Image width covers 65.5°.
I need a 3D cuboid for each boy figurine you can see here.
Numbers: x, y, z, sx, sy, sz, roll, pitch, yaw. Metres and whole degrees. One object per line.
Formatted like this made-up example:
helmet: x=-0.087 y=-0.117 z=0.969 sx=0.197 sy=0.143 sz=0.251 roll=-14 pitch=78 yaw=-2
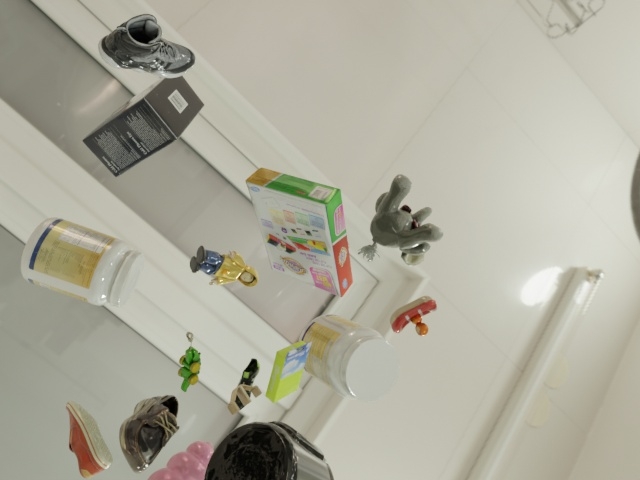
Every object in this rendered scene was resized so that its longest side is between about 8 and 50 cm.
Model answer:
boy figurine: x=-0.368 y=0.117 z=1.948 sx=0.177 sy=0.285 sz=0.092 roll=-49 pitch=-140 yaw=18

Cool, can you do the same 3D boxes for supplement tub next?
supplement tub: x=-0.766 y=0.078 z=1.625 sx=0.228 sy=0.316 sz=0.228 roll=-159 pitch=-90 yaw=-84
supplement tub: x=0.090 y=0.397 z=1.703 sx=0.241 sy=0.241 sz=0.331 roll=-50 pitch=-157 yaw=-15

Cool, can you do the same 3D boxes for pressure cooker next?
pressure cooker: x=-0.158 y=0.869 z=1.750 sx=0.375 sy=0.420 sz=0.370 roll=-30 pitch=-137 yaw=10

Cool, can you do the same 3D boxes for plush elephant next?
plush elephant: x=0.315 y=-0.051 z=1.862 sx=0.330 sy=0.272 sz=0.255 roll=-45 pitch=162 yaw=32

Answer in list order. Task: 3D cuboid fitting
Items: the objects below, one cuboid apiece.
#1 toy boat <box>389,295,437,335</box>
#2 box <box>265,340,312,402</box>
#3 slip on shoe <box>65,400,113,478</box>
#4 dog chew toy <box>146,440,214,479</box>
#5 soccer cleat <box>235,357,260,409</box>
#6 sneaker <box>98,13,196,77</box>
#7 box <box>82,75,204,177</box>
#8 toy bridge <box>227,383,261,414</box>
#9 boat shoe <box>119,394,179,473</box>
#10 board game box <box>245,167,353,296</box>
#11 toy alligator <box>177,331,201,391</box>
toy boat: x=0.428 y=0.356 z=2.219 sx=0.231 sy=0.151 sz=0.151 roll=-28 pitch=158 yaw=8
box: x=-0.090 y=0.364 z=1.412 sx=0.109 sy=0.042 sz=0.178 roll=-13 pitch=125 yaw=-50
slip on shoe: x=-0.828 y=0.680 z=1.725 sx=0.101 sy=0.123 sz=0.331 roll=-39 pitch=-132 yaw=-15
dog chew toy: x=-0.556 y=0.958 z=2.014 sx=0.206 sy=0.206 sz=0.332 roll=-35 pitch=-173 yaw=45
soccer cleat: x=-0.252 y=0.477 z=1.666 sx=0.072 sy=0.060 sz=0.179 roll=88 pitch=17 yaw=-47
sneaker: x=-0.427 y=-0.508 z=1.309 sx=0.269 sy=0.101 sz=0.153 roll=-11 pitch=177 yaw=-43
box: x=-0.649 y=-0.444 z=1.856 sx=0.312 sy=0.179 sz=0.343 roll=-26 pitch=-151 yaw=22
toy bridge: x=-0.242 y=0.484 z=1.554 sx=0.026 sy=0.063 sz=0.188 roll=-38 pitch=171 yaw=13
boat shoe: x=-0.505 y=0.556 z=1.503 sx=0.130 sy=0.132 sz=0.355 roll=-27 pitch=-167 yaw=-5
board game box: x=-0.047 y=-0.017 z=1.273 sx=0.242 sy=0.316 sz=0.064 roll=19 pitch=-130 yaw=28
toy alligator: x=-0.347 y=0.325 z=1.353 sx=0.051 sy=0.056 sz=0.189 roll=-16 pitch=123 yaw=-54
